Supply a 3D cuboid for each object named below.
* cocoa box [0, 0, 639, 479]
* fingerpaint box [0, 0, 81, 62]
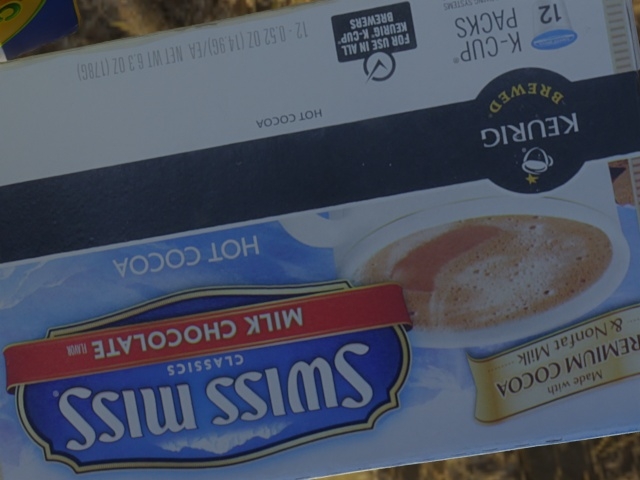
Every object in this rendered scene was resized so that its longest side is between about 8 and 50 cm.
[{"bbox_3d":[0.000,0.000,0.658,0.347,0.228,0.231,-10,-179,6],"label":"cocoa box"},{"bbox_3d":[-0.355,-0.146,0.489,0.445,0.163,0.371,-30,162,-13],"label":"fingerpaint box"}]
